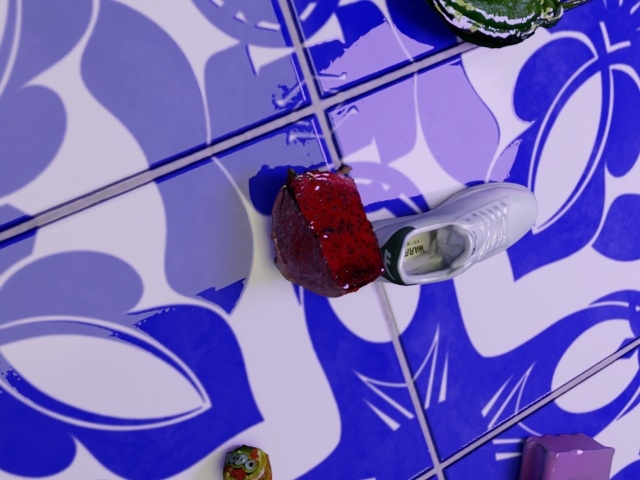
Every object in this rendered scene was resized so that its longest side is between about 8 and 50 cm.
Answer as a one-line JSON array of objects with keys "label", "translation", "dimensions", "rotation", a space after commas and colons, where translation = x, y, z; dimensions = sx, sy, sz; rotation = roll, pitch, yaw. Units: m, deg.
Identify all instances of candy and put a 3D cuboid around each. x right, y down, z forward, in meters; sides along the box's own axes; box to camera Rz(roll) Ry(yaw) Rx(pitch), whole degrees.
[{"label": "candy", "translation": [-0.064, 0.323, 0.855], "dimensions": [0.061, 0.060, 0.200], "rotation": [-24, 115, -19]}]

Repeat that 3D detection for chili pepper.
[{"label": "chili pepper", "translation": [0.193, -0.284, 0.854], "dimensions": [0.279, 0.065, 0.122], "rotation": [11, 98, -22]}]

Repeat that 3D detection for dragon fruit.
[{"label": "dragon fruit", "translation": [0.000, 0.000, 0.809], "dimensions": [0.102, 0.096, 0.147], "rotation": [-11, 73, -33]}]

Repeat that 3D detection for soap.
[{"label": "soap", "translation": [0.334, 0.375, 1.035], "dimensions": [0.122, 0.065, 0.203], "rotation": [2, 99, -25]}]

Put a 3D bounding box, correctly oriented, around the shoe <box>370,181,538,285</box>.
[{"label": "shoe", "translation": [0.167, -0.001, 0.868], "dimensions": [0.265, 0.110, 0.095], "rotation": [-17, 105, -19]}]
